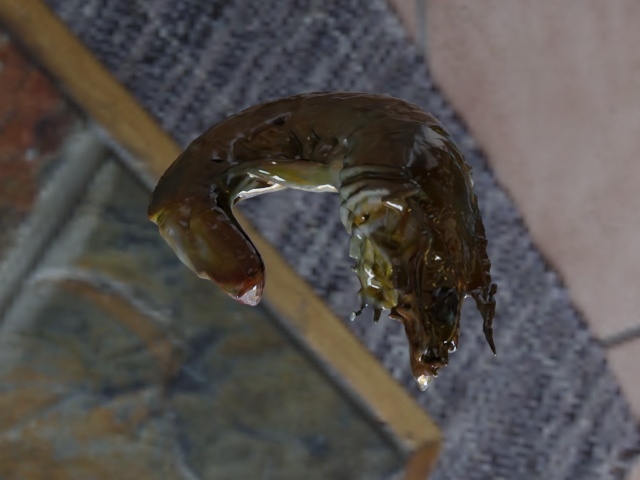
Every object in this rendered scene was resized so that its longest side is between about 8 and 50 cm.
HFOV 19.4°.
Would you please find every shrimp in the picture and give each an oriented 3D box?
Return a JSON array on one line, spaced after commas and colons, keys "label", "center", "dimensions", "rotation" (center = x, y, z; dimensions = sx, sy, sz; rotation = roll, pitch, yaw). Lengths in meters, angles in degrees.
[{"label": "shrimp", "center": [0.000, -0.007, 0.543], "dimensions": [0.095, 0.162, 0.045], "rotation": [5, 119, -11]}]
